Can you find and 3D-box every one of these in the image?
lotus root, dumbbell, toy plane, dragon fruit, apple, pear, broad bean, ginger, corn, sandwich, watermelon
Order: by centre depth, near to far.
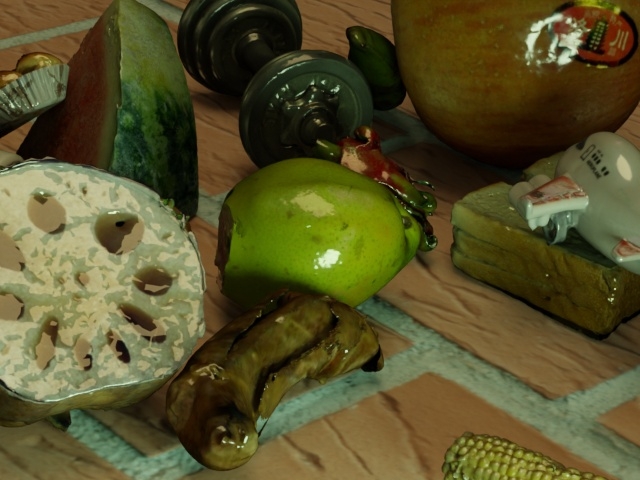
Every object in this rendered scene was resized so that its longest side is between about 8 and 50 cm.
[{"bbox_3d":[0.239,0.244,1.541,0.288,0.086,0.086,22,32,30],"label":"corn"},{"bbox_3d":[-0.257,0.073,1.672,0.272,0.192,0.272,13,52,-17],"label":"lotus root"},{"bbox_3d":[-0.055,0.129,1.696,0.133,0.107,0.309,43,38,14],"label":"ginger"},{"bbox_3d":[0.000,0.000,1.867,0.220,0.187,0.187,0,28,-8],"label":"pear"},{"bbox_3d":[0.327,-0.040,1.874,0.252,0.118,0.252,3,25,-1],"label":"toy plane"},{"bbox_3d":[0.306,-0.008,2.032,0.249,0.095,0.273,24,34,35],"label":"sandwich"},{"bbox_3d":[0.065,-0.054,2.033,0.175,0.138,0.142,23,7,9],"label":"dragon fruit"},{"bbox_3d":[-0.252,-0.123,2.075,0.193,0.232,0.310,-5,72,-25],"label":"watermelon"},{"bbox_3d":[0.245,-0.293,2.223,0.334,0.400,0.400,3,27,-8],"label":"apple"},{"bbox_3d":[-0.063,-0.217,2.280,0.179,0.179,0.406,-5,28,-19],"label":"dumbbell"},{"bbox_3d":[0.076,-0.220,2.308,0.077,0.061,0.339,43,-4,12],"label":"broad bean"}]

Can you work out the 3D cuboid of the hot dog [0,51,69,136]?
[{"bbox_3d":[-0.396,-0.154,2.092,0.253,0.069,0.131,-23,2,45],"label":"hot dog"}]

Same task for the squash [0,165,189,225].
[{"bbox_3d":[-0.289,-0.033,1.781,0.319,0.071,0.080,13,15,-15],"label":"squash"}]

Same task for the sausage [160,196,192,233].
[{"bbox_3d":[-0.366,0.019,1.827,0.501,0.123,0.136,-13,35,-33],"label":"sausage"}]

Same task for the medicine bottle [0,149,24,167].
[{"bbox_3d":[-0.468,-0.087,2.046,0.260,0.095,0.095,17,29,22],"label":"medicine bottle"}]
